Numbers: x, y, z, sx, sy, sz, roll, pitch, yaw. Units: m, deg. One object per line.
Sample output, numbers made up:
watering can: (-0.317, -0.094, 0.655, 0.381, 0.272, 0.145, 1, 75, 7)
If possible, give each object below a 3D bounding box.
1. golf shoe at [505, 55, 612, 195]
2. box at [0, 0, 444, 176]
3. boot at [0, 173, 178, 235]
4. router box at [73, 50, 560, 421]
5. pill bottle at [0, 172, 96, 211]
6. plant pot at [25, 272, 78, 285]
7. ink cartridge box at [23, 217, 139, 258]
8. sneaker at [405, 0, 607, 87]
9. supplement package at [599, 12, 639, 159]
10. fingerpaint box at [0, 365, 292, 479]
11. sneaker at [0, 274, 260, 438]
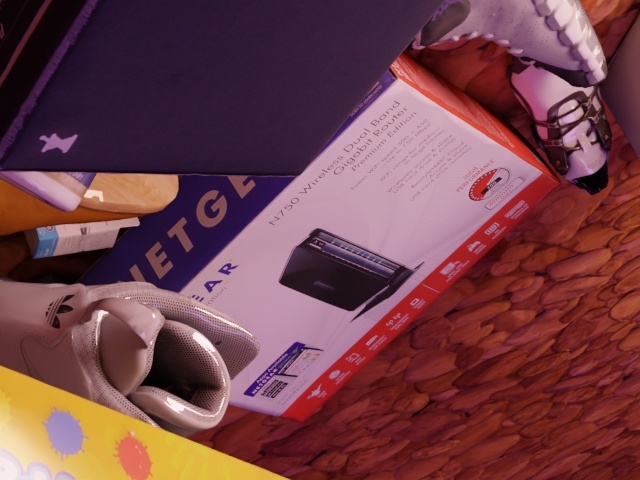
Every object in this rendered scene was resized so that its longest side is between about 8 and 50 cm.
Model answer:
golf shoe: (0.219, -0.108, 1.312, 0.077, 0.094, 0.198, -29, 151, 8)
box: (-0.052, -0.227, 0.656, 0.182, 0.294, 0.296, 0, 144, -40)
boot: (-0.269, -0.026, 1.062, 0.295, 0.104, 0.211, 10, 142, -39)
router box: (0.000, 0.000, 1.279, 0.335, 0.082, 0.301, -44, 148, 16)
pill bottle: (-0.152, -0.111, 0.935, 0.169, 0.094, 0.094, -62, 151, -5)
plant pot: (-0.252, 0.150, 1.316, 0.234, 0.165, 0.165, -43, 148, 16)
ink cartridge box: (-0.188, -0.017, 1.184, 0.083, 0.048, 0.028, -9, 149, -28)
sneaker: (0.126, -0.170, 1.152, 0.132, 0.086, 0.229, -26, 143, 14)
supplement package: (0.397, -0.085, 1.276, 0.177, 0.293, 0.175, -11, 150, -23)
fingerpaint box: (-0.237, 0.233, 0.963, 0.371, 0.163, 0.445, -25, 143, 33)
sneaker: (-0.134, 0.157, 1.116, 0.210, 0.137, 0.366, -3, 137, 29)
